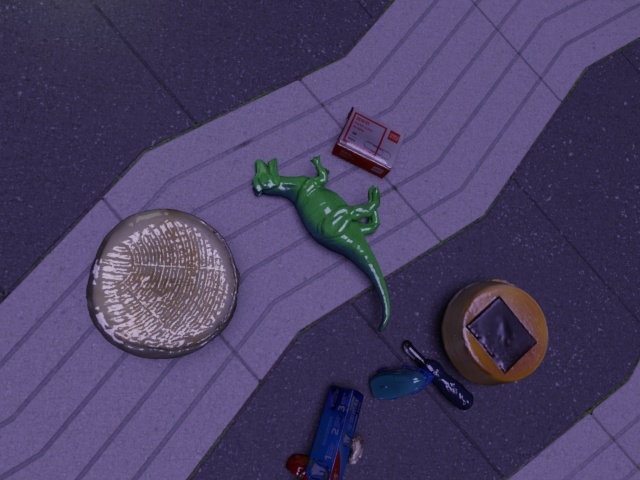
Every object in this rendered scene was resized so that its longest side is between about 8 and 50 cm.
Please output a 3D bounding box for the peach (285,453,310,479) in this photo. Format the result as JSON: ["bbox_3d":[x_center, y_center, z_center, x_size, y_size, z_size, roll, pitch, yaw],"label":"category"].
[{"bbox_3d":[-0.045,0.588,1.249,0.083,0.077,0.050,13,79,37],"label":"peach"}]

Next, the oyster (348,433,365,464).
[{"bbox_3d":[0.081,0.552,1.276,0.080,0.038,0.083,27,94,-41],"label":"oyster"}]

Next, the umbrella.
[{"bbox_3d":[0.322,0.380,1.348,0.248,0.071,0.071,40,76,3],"label":"umbrella"}]

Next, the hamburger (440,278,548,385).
[{"bbox_3d":[0.479,0.255,1.336,0.299,0.176,0.301,2,81,-11],"label":"hamburger"}]

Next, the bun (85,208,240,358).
[{"bbox_3d":[-0.385,0.113,1.193,0.363,0.202,0.365,4,74,-15],"label":"bun"}]

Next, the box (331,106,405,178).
[{"bbox_3d":[0.140,-0.287,1.410,0.182,0.099,0.133,27,75,-5],"label":"box"}]

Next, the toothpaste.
[{"bbox_3d":[0.025,0.535,1.213,0.066,0.076,0.321,45,55,-44],"label":"toothpaste"}]

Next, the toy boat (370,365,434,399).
[{"bbox_3d":[0.232,0.381,1.316,0.174,0.110,0.091,-19,81,29],"label":"toy boat"}]

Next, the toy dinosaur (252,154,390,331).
[{"bbox_3d":[0.000,0.000,1.318,0.373,0.144,0.501,-1,75,-5],"label":"toy dinosaur"}]
